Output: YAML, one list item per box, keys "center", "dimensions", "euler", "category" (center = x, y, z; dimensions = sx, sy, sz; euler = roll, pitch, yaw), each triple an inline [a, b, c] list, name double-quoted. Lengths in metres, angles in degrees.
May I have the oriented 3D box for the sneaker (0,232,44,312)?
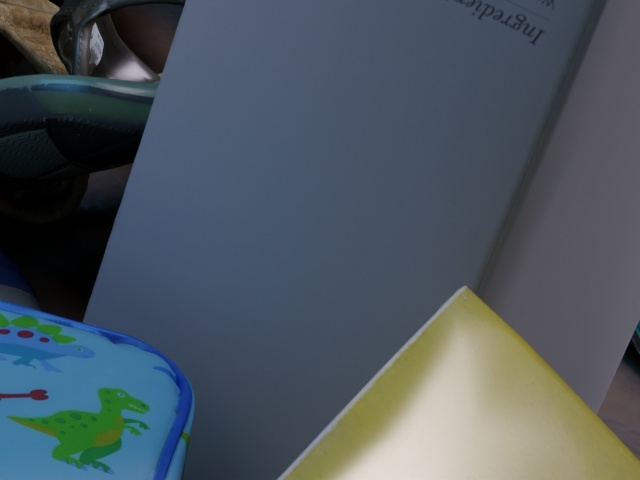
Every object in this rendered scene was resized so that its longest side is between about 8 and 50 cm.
- center: [-0.185, 0.010, 0.728]
  dimensions: [0.152, 0.058, 0.084]
  euler: [9, 31, -33]
  category: "sneaker"

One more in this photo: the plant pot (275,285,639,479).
- center: [0.021, 0.171, 0.385]
  dimensions: [0.187, 0.212, 0.212]
  euler: [37, 26, 7]
  category: "plant pot"

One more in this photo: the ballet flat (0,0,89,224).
- center: [-0.198, -0.090, 0.770]
  dimensions: [0.342, 0.116, 0.124]
  euler: [39, 27, -57]
  category: "ballet flat"

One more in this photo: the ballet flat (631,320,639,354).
- center: [0.216, 0.069, 0.922]
  dimensions: [0.070, 0.070, 0.188]
  euler: [5, 29, -29]
  category: "ballet flat"

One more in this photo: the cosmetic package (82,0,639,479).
- center: [0.058, -0.063, 0.691]
  dimensions: [0.155, 0.365, 0.197]
  euler: [32, 24, 23]
  category: "cosmetic package"

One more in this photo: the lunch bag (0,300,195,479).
- center: [-0.153, 0.071, 0.586]
  dimensions: [0.219, 0.090, 0.176]
  euler: [17, 24, -3]
  category: "lunch bag"

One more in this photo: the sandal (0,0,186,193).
- center: [-0.068, -0.084, 0.808]
  dimensions: [0.120, 0.086, 0.303]
  euler: [-12, 9, 29]
  category: "sandal"
